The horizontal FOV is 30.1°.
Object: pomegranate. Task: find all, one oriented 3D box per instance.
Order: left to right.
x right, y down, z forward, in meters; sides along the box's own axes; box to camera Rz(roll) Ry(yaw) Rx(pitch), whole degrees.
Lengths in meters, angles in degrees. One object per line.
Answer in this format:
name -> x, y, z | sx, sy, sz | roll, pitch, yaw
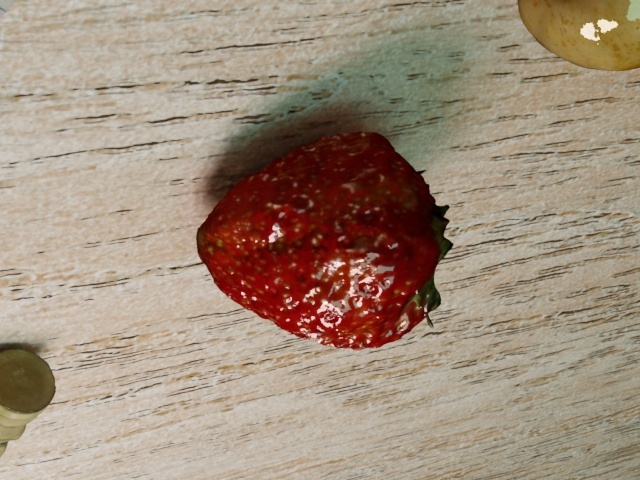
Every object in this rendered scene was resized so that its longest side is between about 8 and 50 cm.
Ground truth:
pomegranate -> 0.299, -0.276, 1.232 | 0.207, 0.207, 0.207 | -19, 143, -15

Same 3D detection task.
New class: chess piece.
chess piece -> -0.401, 0.218, 1.445 | 0.090, 0.090, 0.200 | 5, 143, -38

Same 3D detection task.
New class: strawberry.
strawberry -> 0.000, 0.000, 1.337 | 0.277, 0.257, 0.257 | -2, 138, -9

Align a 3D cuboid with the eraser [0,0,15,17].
eraser -> -0.326, -0.188, 1.040 | 0.122, 0.029, 0.052 | -41, 143, 14
